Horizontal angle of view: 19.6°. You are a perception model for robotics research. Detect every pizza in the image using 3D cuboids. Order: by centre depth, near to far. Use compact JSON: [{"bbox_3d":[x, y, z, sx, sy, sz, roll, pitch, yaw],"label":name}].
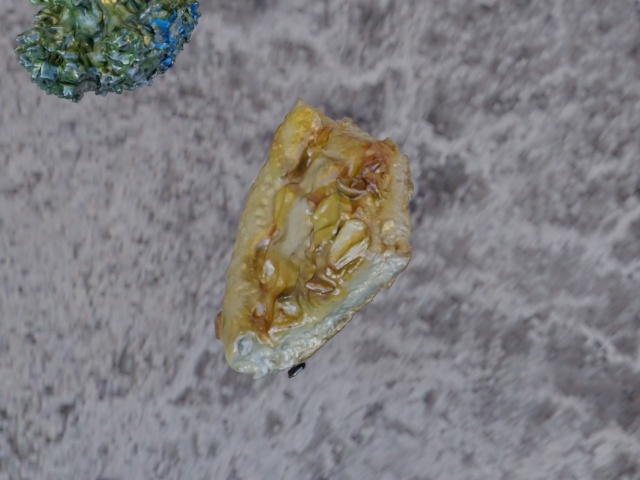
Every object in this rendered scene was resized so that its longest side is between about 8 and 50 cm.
[{"bbox_3d":[0.000,0.000,1.126,0.062,0.161,0.182,32,77,-37],"label":"pizza"}]

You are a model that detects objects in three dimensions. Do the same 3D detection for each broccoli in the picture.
[{"bbox_3d":[-0.177,-0.195,1.493,0.167,0.154,0.160,-28,109,-7],"label":"broccoli"}]
